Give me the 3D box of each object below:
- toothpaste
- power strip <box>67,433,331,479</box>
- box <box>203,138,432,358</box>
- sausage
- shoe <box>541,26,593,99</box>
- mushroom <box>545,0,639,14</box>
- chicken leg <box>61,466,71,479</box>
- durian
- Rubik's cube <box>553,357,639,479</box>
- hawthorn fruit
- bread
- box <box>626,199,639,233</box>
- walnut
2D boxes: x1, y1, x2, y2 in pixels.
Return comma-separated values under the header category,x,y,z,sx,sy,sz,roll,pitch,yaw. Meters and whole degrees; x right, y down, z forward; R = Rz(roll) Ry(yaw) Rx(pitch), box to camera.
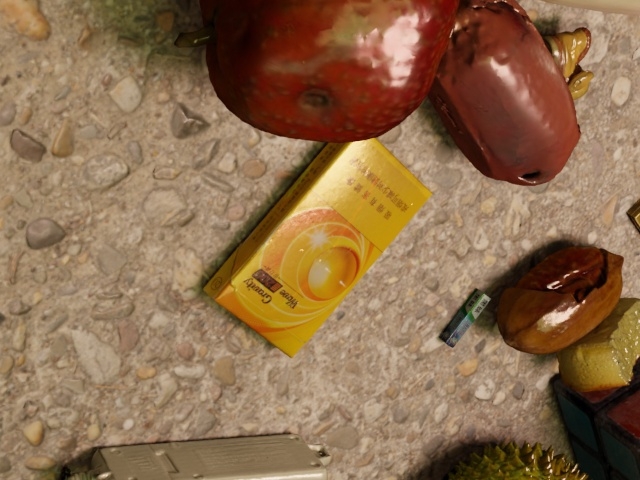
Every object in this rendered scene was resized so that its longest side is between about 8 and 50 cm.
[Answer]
category,x,y,z,sx,sy,sz,roll,pitch,yaw
toothpaste,0.190,0.102,1.856,0.017,0.020,0.083,36,93,-32
power strip,-0.142,0.288,1.712,0.338,0.098,0.058,1,115,-29
box,0.000,0.000,1.689,0.269,0.043,0.152,-51,126,0
sausage,0.208,-0.180,1.654,0.152,0.152,0.279,-43,127,-5
shoe,0.304,-0.212,1.739,0.069,0.072,0.109,-25,122,-11
mushroom,0.311,-0.373,1.556,0.315,0.356,0.315,0,131,0
chicken leg,-0.300,0.308,1.681,0.036,0.021,0.083,-24,118,-6
durian,0.252,0.398,1.921,0.291,0.225,0.291,-45,161,-20
Rubik's cube,0.555,0.294,1.978,0.304,0.305,0.301,-30,123,-12
hawthorn fruit,-0.004,-0.229,1.450,0.300,0.275,0.275,-10,117,-14
bread,0.380,0.142,1.920,0.156,0.125,0.086,-44,123,-42
box,0.489,-0.024,1.963,0.090,0.023,0.133,-45,126,-5
walnut,0.322,0.074,1.864,0.207,0.116,0.115,-31,124,-14
